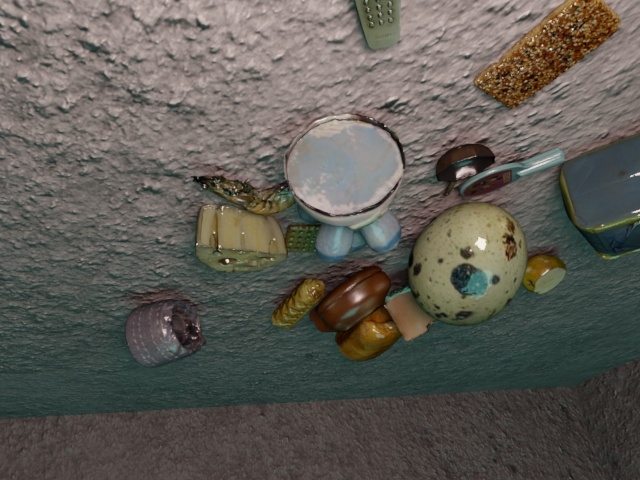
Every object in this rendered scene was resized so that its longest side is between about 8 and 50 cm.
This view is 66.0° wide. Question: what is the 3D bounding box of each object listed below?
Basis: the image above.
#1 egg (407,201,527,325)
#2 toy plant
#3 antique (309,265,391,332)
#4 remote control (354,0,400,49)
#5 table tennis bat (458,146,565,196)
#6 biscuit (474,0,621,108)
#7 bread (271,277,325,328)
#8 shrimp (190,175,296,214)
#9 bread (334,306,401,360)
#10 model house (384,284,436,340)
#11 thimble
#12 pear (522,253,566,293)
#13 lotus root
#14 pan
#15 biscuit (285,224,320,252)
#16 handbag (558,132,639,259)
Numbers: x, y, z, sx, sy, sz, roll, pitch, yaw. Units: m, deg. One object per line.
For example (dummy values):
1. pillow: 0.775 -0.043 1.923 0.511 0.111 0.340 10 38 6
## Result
1. egg: 0.375 0.064 1.273 0.287 0.288 0.379 -4 150 -6
2. toy plant: 0.061 -0.076 1.054 0.247 0.247 0.332 -8 153 2
3. antique: 0.098 0.195 1.545 0.278 0.129 0.223 -40 168 21
4. remote control: 0.079 -0.377 0.716 0.072 0.042 0.222 -12 148 8
5. table tennis bat: 0.442 -0.157 1.148 0.244 0.040 0.153 -20 165 15
6. biscuit: 0.401 -0.331 0.877 0.131 0.025 0.231 15 143 -33
7. bread: -0.071 0.206 1.616 0.098 0.087 0.269 13 143 -25
8. shrimp: -0.135 -0.137 1.076 0.262 0.051 0.198 19 134 -41
9. bread: 0.188 0.360 1.865 0.195 0.149 0.344 4 148 -17
10. model house: 0.324 0.201 1.614 0.183 0.166 0.172 -31 179 18
11. thimble: -0.485 0.294 1.561 0.172 0.205 0.236 -15 148 11
12. pear: 0.706 0.098 1.584 0.141 0.104 0.141 -18 136 -18
13. lotus root: -0.205 0.001 1.215 0.234 0.119 0.138 11 145 -30
14. pan: 0.296 -0.162 1.110 0.128 0.048 0.202 -3 162 -28
15. biscuit: 0.000 -0.001 1.354 0.203 0.016 0.144 2 148 -14
16. handbag: 0.716 -0.099 1.144 0.263 0.222 0.241 -25 150 29
